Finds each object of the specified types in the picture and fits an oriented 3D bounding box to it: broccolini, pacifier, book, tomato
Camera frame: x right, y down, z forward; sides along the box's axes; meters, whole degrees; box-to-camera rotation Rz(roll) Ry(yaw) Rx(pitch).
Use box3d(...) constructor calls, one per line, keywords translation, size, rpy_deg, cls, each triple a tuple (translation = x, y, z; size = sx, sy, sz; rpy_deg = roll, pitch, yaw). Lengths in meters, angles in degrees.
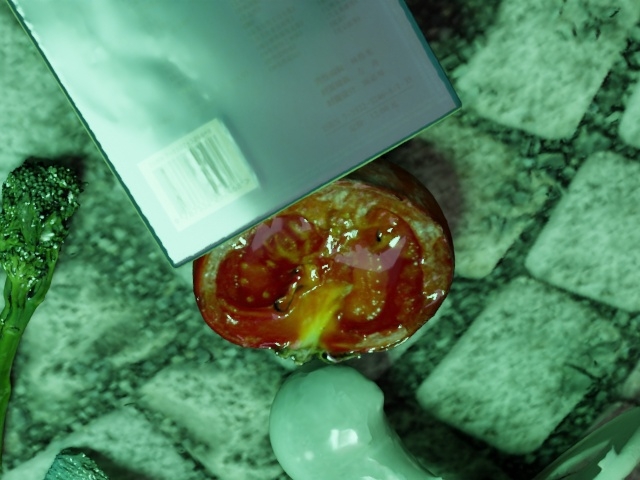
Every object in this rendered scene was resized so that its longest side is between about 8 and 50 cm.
box3d(translation=(-0.194, 0.055, 1.030), size=(0.051, 0.054, 0.239), rpy_deg=(0, 125, -30), cls="broccolini")
box3d(translation=(0.087, 0.204, 1.084), size=(0.332, 0.220, 0.273), rpy_deg=(-40, 122, -24), cls="pacifier")
box3d(translation=(-0.068, -0.141, 0.895), size=(0.191, 0.025, 0.269), rpy_deg=(-30, 103, 5), cls="book")
box3d(translation=(0.000, 0.000, 1.012), size=(0.159, 0.091, 0.139), rpy_deg=(6, 124, -10), cls="tomato")

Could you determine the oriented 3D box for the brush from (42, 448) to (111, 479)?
box3d(translation=(-0.107, 0.215, 1.098), size=(0.196, 0.021, 0.070), rpy_deg=(33, 115, 11), cls="brush")
